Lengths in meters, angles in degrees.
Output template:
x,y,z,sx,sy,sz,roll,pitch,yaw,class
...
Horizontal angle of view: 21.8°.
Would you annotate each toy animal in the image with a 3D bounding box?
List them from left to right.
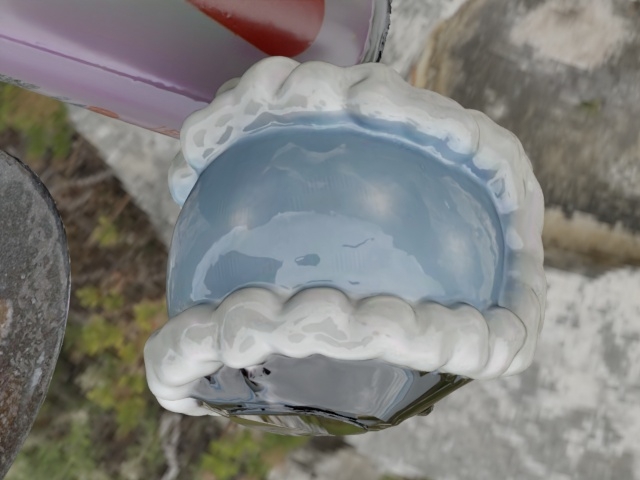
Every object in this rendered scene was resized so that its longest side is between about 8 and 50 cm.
x,y,z,sx,sy,sz,roll,pitch,yaw,class
0.000,0.000,0.862,0.208,0.204,0.156,-9,153,28,toy animal

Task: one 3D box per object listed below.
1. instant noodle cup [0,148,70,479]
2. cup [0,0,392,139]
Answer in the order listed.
x,y,z,sx,sy,sz,roll,pitch,yaw,class
-0.248,0.025,0.678,0.207,0.217,0.217,25,126,24,instant noodle cup
-0.126,-0.157,0.945,0.288,0.203,0.203,9,135,-41,cup
